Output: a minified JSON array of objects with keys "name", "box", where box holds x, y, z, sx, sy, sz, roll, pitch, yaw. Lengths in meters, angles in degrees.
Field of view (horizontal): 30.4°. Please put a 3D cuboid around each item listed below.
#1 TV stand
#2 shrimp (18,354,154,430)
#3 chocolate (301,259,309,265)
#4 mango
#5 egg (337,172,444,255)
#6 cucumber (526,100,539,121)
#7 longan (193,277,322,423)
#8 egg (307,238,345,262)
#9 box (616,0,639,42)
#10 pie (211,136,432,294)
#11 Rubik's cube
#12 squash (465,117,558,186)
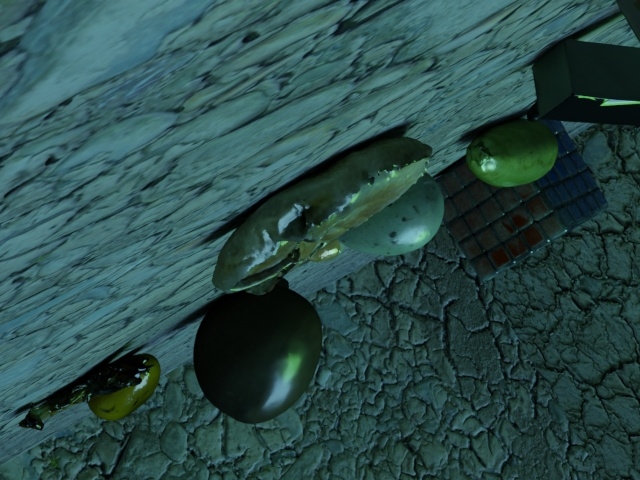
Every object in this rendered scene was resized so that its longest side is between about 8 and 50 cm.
[{"name":"TV stand","box":[0.422,-0.202,1.552,0.269,0.083,0.088,0,163,-20]},{"name":"shrimp","box":[-0.429,0.275,2.123,0.290,0.054,0.222,-24,-178,44]},{"name":"chocolate","box":[-0.030,0.027,2.197,0.100,0.031,0.064,-32,180,-4]},{"name":"mango","box":[-0.380,0.284,2.309,0.137,0.098,0.195,-28,172,-41]},{"name":"egg","box":[0.093,-0.042,1.666,0.164,0.131,0.131,-13,172,-11]},{"name":"cucumber","box":[0.399,-0.241,2.033,0.032,0.032,0.133,-27,174,-37]},{"name":"longan","box":[-0.125,0.206,2.305,0.243,0.300,0.300,25,138,-32]},{"name":"egg","box":[0.000,0.000,1.834,0.083,0.071,0.071,-26,174,-22]},{"name":"box","box":[0.452,-0.234,1.364,0.141,0.201,0.058,-31,180,20]},{"name":"pie","box":[0.003,-0.034,1.474,0.337,0.075,0.337,-35,174,-4]},{"name":"Rubik's cube","box":[0.398,-0.090,2.382,0.238,0.237,0.237,-34,174,39]},{"name":"squash","box":[0.327,-0.148,2.065,0.118,0.118,0.370,-33,174,27]}]
